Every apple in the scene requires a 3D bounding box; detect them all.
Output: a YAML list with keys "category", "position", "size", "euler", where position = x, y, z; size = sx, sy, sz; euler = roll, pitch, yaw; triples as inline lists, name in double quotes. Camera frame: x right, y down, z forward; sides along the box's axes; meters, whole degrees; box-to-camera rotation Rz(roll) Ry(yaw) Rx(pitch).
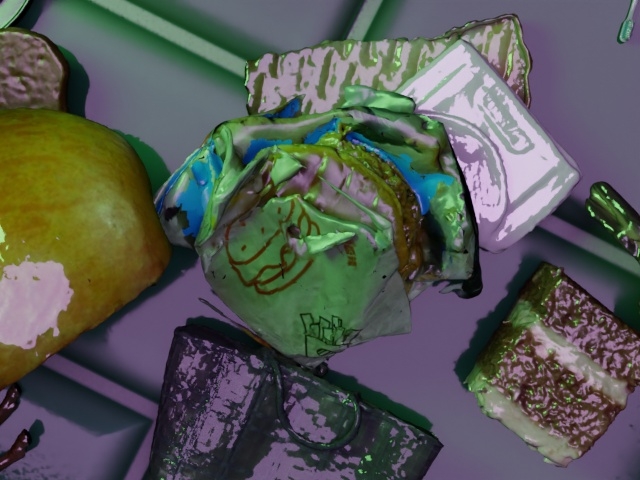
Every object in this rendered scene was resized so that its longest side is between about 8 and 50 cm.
- category: "apple"
  position: [-0.299, 0.036, 1.299]
  size: [0.346, 0.179, 0.254]
  euler: [-33, 55, 6]

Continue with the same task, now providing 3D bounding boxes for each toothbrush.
- category: "toothbrush"
  position: [0.314, -0.266, 1.429]
  size: [0.014, 0.017, 0.162]
  euler: [18, 87, -13]

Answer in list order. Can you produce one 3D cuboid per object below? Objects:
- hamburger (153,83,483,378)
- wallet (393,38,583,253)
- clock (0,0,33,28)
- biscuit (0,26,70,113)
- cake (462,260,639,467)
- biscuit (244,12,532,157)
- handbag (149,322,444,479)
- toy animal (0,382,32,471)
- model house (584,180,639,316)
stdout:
- category: "hamburger"
  position: [0.001, -0.005, 1.339]
  size: [0.276, 0.150, 0.260]
  euler: [-28, 100, 17]
- category: "wallet"
  position: [0.146, -0.085, 1.388]
  size: [0.124, 0.032, 0.183]
  euler: [-41, 93, 2]
- category: "clock"
  position: [-0.352, -0.268, 1.414]
  size: [0.185, 0.040, 0.184]
  euler: [0, 91, -1]
- category: "biscuit"
  position: [-0.356, -0.077, 1.401]
  size: [0.273, 0.049, 0.257]
  euler: [-8, 103, 0]
- category: "cake"
  position: [0.215, 0.114, 1.380]
  size: [0.134, 0.135, 0.147]
  euler: [41, 96, -1]
- category: "biscuit"
  position: [0.069, -0.108, 1.420]
  size: [0.274, 0.036, 0.187]
  euler: [-6, 91, -1]
- category: "handbag"
  position: [-0.038, 0.198, 1.391]
  size: [0.270, 0.088, 0.175]
  euler: [23, 98, 0]
- category: "toy animal"
  position: [-0.420, 0.134, 1.401]
  size: [0.260, 0.087, 0.243]
  euler: [-14, 89, -3]
- category: "model house"
  position: [0.381, 0.031, 1.372]
  size: [0.278, 0.218, 0.205]
  euler: [46, 112, 22]
